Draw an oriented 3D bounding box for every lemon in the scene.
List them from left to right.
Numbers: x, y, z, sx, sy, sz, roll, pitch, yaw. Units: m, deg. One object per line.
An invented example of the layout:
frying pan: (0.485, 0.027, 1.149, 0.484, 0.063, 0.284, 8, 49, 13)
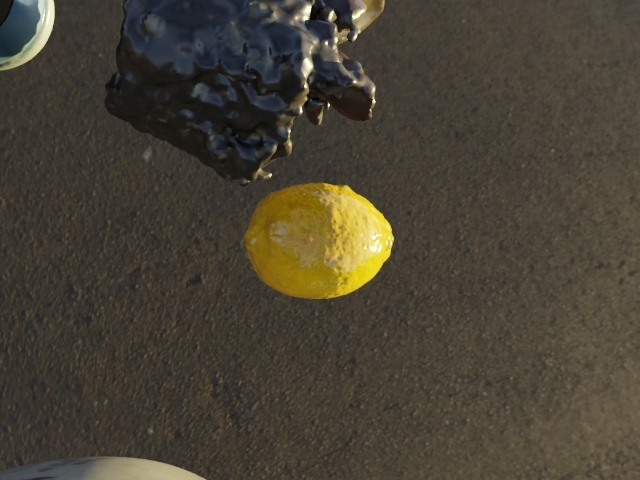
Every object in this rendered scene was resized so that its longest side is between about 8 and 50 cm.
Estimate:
lemon: (0.000, 0.000, 0.704, 0.155, 0.114, 0.114, 1, 60, -27)

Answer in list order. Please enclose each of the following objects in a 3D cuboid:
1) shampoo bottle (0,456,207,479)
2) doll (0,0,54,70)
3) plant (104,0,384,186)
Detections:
shampoo bottle: (-0.154, 0.260, 0.391, 0.273, 0.266, 0.273, 43, 40, -52)
doll: (-0.314, -0.215, 0.571, 0.141, 0.314, 0.177, 31, 90, 3)
plant: (-0.062, -0.156, 0.637, 0.233, 0.178, 0.204, 17, 54, -19)
